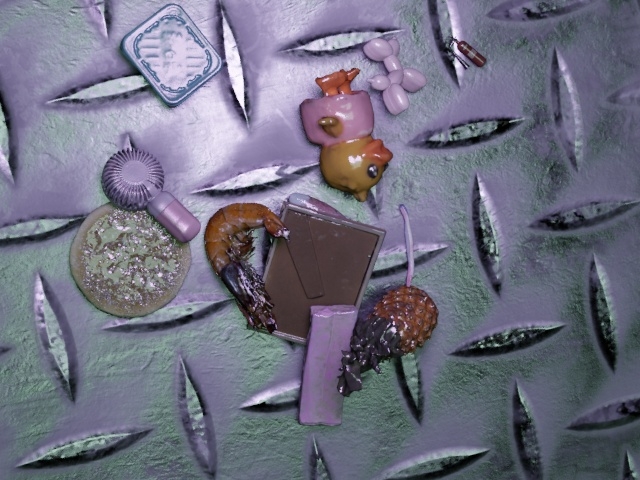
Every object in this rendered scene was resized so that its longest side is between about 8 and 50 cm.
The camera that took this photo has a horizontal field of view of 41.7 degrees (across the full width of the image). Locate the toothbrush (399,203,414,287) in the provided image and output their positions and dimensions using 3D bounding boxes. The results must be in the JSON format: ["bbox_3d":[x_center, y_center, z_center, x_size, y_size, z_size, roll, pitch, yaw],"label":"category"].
[{"bbox_3d":[0.204,0.050,1.927,0.027,0.021,0.269,-9,96,-22],"label":"toothbrush"}]

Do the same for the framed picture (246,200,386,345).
[{"bbox_3d":[-0.014,0.088,1.833,0.232,0.024,0.315,17,111,-5],"label":"framed picture"}]

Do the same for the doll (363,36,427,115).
[{"bbox_3d":[0.156,-0.375,1.852,0.160,0.059,0.161,45,54,-13],"label":"doll"}]

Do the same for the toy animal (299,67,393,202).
[{"bbox_3d":[0.054,-0.219,1.816,0.169,0.195,0.281,-21,95,32],"label":"toy animal"}]

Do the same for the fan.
[{"bbox_3d":[-0.354,-0.090,1.775,0.244,0.074,0.130,44,65,0],"label":"fan"}]

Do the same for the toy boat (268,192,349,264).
[{"bbox_3d":[0.000,0.000,1.857,0.227,0.085,0.155,38,87,-10],"label":"toy boat"}]

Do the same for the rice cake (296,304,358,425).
[{"bbox_3d":[0.011,0.279,1.863,0.106,0.050,0.298,3,111,-10],"label":"rice cake"}]

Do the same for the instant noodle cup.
[{"bbox_3d":[-0.313,-0.390,1.782,0.157,0.070,0.179,-40,99,-6],"label":"instant noodle cup"}]

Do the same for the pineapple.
[{"bbox_3d":[0.131,0.221,1.805,0.141,0.170,0.310,41,43,12],"label":"pineapple"}]

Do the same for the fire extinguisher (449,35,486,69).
[{"bbox_3d":[0.327,-0.424,1.913,0.100,0.032,0.046,36,122,-10],"label":"fire extinguisher"}]

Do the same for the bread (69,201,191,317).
[{"bbox_3d":[-0.409,0.039,1.812,0.266,0.040,0.267,-1,94,-10],"label":"bread"}]

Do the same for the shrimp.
[{"bbox_3d":[-0.132,0.050,1.787,0.222,0.054,0.290,-29,85,32],"label":"shrimp"}]
